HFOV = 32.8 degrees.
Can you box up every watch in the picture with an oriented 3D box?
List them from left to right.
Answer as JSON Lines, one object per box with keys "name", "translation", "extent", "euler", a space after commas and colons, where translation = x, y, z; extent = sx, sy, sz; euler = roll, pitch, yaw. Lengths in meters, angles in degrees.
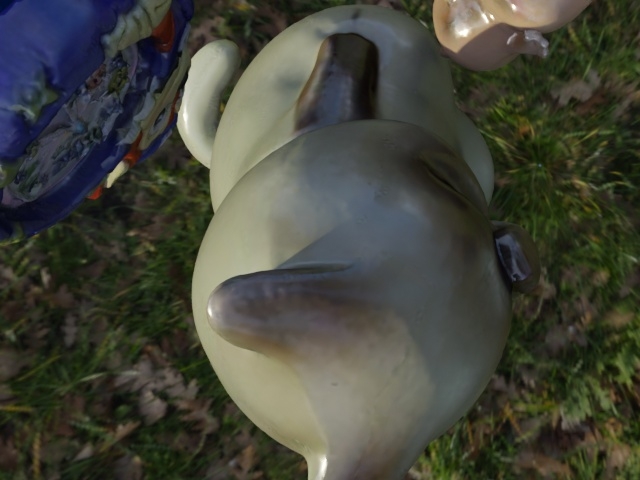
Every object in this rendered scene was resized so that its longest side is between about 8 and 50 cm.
{"name": "watch", "translation": [-0.170, -0.105, 0.491], "extent": [0.200, 0.196, 0.171], "euler": [36, 60, 1]}

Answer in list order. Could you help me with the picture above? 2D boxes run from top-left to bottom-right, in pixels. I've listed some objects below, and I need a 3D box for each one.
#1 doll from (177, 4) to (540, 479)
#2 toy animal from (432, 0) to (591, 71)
{"name": "doll", "translation": [0.024, -0.016, 0.734], "extent": [0.226, 0.370, 0.215], "euler": [-16, 123, 1]}
{"name": "toy animal", "translation": [0.120, -0.158, 0.682], "extent": [0.083, 0.089, 0.150], "euler": [52, 142, -9]}
